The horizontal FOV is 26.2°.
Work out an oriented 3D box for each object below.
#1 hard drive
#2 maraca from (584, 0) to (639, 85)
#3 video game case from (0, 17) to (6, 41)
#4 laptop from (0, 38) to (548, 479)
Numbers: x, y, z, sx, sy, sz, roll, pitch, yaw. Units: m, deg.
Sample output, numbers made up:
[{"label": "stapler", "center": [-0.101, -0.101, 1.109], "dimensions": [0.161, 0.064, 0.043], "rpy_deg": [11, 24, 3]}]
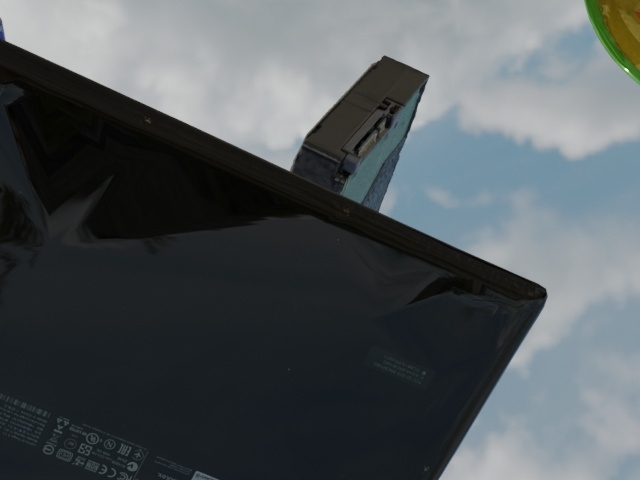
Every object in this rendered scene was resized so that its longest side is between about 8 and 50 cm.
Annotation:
[{"label": "hard drive", "center": [0.000, 0.000, 1.413], "dimensions": [0.064, 0.339, 0.237], "rpy_deg": [26, -145, 8]}, {"label": "maraca", "center": [0.239, -0.136, 0.845], "dimensions": [0.127, 0.186, 0.099], "rpy_deg": [-53, -168, -10]}, {"label": "video game case", "center": [-0.333, -0.020, 1.038], "dimensions": [0.061, 0.244, 0.269], "rpy_deg": [33, -119, 15]}, {"label": "laptop", "center": [-0.134, 0.081, 0.909], "dimensions": [0.382, 0.408, 0.236], "rpy_deg": [24, -161, -13]}]
